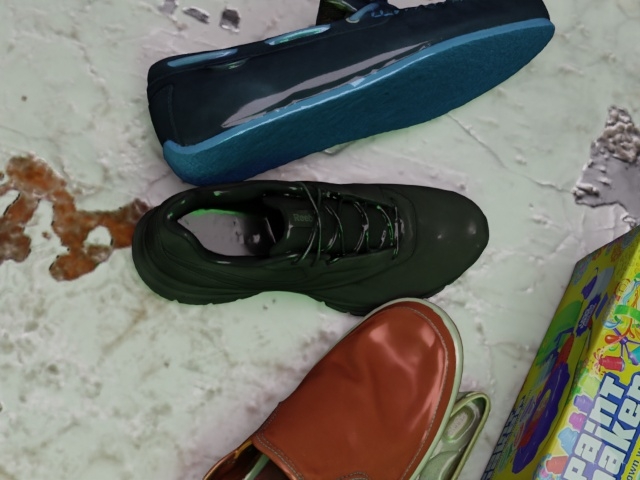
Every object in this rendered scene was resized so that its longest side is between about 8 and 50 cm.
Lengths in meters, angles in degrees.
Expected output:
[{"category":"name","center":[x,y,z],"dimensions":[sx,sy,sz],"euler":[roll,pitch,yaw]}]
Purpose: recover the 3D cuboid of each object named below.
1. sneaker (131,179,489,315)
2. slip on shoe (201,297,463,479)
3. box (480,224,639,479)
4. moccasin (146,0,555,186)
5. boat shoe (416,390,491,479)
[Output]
[{"category":"sneaker","center":[0.000,0.000,1.223],"dimensions":[0.286,0.130,0.109],"euler":[-5,78,-13]},{"category":"slip on shoe","center":[-0.009,0.172,1.188],"dimensions":[0.123,0.101,0.331],"euler":[39,75,20]},{"category":"box","center":[0.290,0.187,1.216],"dimensions":[0.279,0.177,0.290],"euler":[27,75,-3]},{"category":"moccasin","center":[0.025,-0.155,1.251],"dimensions":[0.342,0.138,0.117],"euler":[-18,67,-20]},{"category":"boat shoe","center":[0.085,0.184,1.243],"dimensions":[0.056,0.048,0.153],"euler":[40,75,-1]}]
